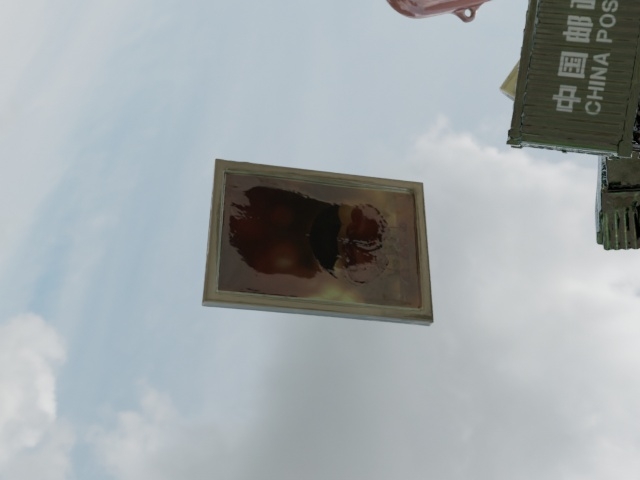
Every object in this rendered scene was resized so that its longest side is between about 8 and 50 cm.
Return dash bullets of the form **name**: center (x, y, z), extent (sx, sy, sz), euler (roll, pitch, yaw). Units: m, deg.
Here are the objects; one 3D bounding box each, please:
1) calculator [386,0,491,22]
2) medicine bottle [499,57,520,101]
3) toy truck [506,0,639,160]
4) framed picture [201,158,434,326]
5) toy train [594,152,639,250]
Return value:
- **calculator**: center (0.124, -0.391, 0.818), extent (0.220, 0.330, 0.048), euler (-21, -163, -19)
- **medicine bottle**: center (0.316, -0.272, 1.000), extent (0.231, 0.059, 0.059), euler (-56, -142, 11)
- **toy truck**: center (0.200, -0.183, 0.513), extent (0.121, 0.088, 0.259), euler (9, -84, 14)
- **framed picture**: center (0.000, 0.000, 1.025), extent (0.020, 0.289, 0.211), euler (112, -18, -58)
- **toy train**: center (0.373, -0.115, 0.883), extent (0.138, 0.178, 0.330), euler (-4, -155, 21)
